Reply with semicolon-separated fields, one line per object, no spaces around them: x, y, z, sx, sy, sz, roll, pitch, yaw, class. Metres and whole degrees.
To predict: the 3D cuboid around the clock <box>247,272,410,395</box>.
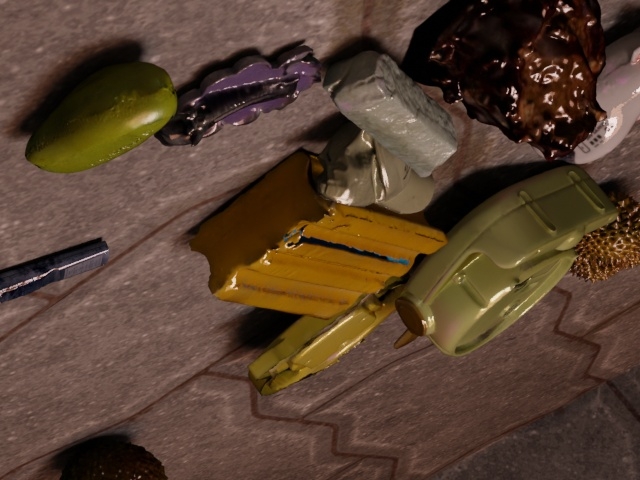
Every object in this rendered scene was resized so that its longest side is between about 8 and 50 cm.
0.008;0.119;2.298;0.277;0.071;0.293;-36;167;-3;clock

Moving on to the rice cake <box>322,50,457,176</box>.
0.083;-0.141;1.726;0.069;0.063;0.206;-21;149;27;rice cake

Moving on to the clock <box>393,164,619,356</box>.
0.248;0.049;2.282;0.286;0.117;0.348;-21;156;-47;clock

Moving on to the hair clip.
-0.078;-0.141;1.615;0.195;0.052;0.124;-24;165;-24;hair clip

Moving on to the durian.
0.441;-0.009;2.455;0.168;0.137;0.158;-15;140;4;durian

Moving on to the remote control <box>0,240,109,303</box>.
-0.311;0.038;1.786;0.152;0.027;0.043;-21;154;-22;remote control

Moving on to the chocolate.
0.235;-0.178;1.728;0.224;0.177;0.206;-22;159;-18;chocolate

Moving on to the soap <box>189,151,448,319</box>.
0.000;0.000;1.973;0.204;0.096;0.324;-36;158;20;soap

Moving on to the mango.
-0.208;-0.116;1.485;0.165;0.074;0.091;-22;167;21;mango

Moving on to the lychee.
-0.314;0.378;2.415;0.171;0.171;0.171;-24;159;-10;lychee

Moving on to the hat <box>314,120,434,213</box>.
0.072;-0.084;1.827;0.166;0.122;0.081;23;138;-37;hat

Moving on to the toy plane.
0.359;-0.176;1.963;0.252;0.118;0.252;-19;163;-6;toy plane
